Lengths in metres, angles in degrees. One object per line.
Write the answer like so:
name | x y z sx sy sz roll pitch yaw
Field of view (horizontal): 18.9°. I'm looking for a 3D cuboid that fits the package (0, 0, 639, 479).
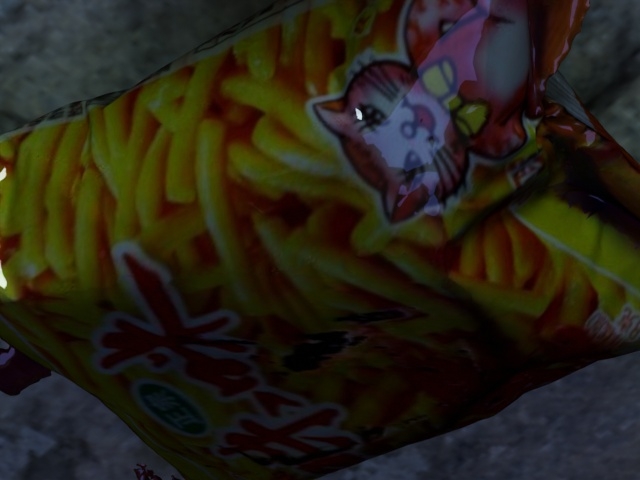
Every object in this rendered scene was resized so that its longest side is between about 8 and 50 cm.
package | 0.003 0.004 0.668 0.288 0.108 0.223 -21 135 22
